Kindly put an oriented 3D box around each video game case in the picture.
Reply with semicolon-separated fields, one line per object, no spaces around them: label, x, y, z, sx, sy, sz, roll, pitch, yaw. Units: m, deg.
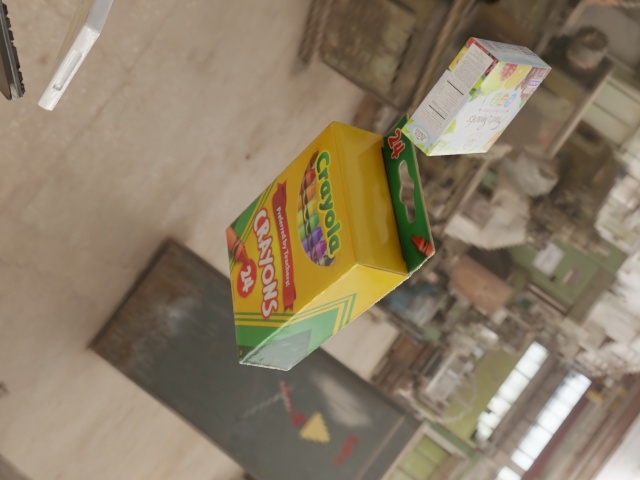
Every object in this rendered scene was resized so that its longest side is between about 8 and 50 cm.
video game case;-0.314;-0.315;1.510;0.206;0.026;0.226;-38;-148;51

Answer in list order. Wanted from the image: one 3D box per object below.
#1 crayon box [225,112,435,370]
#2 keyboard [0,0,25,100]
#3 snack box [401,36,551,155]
crayon box;0.000;0.000;1.336;0.318;0.081;0.202;-42;-135;42
keyboard;-0.332;-0.297;1.025;0.033;0.201;0.317;-20;126;-24
snack box;0.138;-0.123;0.962;0.100;0.037;0.141;-52;161;23
